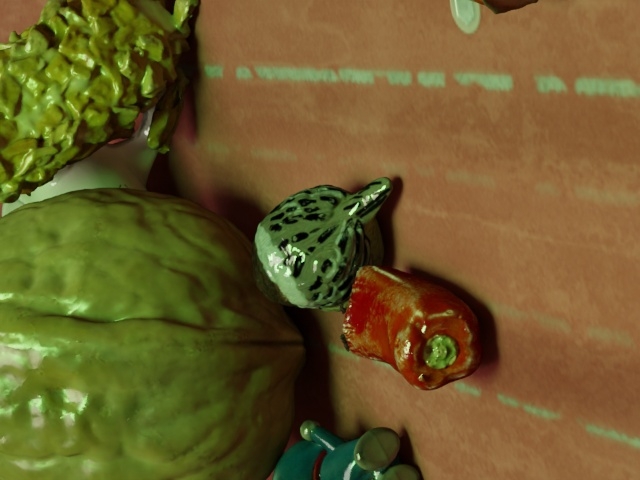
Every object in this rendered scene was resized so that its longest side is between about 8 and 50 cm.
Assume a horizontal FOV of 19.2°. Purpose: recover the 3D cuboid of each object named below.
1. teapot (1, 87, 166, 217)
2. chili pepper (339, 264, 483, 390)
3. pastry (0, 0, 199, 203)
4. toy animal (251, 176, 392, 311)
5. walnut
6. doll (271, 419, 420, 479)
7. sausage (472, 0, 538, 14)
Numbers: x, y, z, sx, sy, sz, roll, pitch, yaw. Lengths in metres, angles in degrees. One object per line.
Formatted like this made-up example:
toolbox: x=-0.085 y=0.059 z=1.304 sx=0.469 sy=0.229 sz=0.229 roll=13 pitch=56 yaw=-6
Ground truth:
teapot: x=-0.205 y=-0.016 z=1.766 sx=0.208 sy=0.166 sz=0.299 roll=-121 pitch=36 yaw=-46
chili pepper: x=0.065 y=0.064 z=1.332 sx=0.070 sy=0.073 sz=0.123 roll=40 pitch=174 yaw=-30
pastry: x=-0.210 y=-0.126 z=1.617 sx=0.154 sy=0.250 sz=0.102 roll=58 pitch=165 yaw=4
toy animal: x=0.000 y=0.000 z=1.398 sx=0.098 sy=0.098 sz=0.137 roll=64 pitch=152 yaw=22
walnut: x=-0.167 y=0.098 z=1.564 sx=0.252 sy=0.313 sz=0.277 roll=79 pitch=-169 yaw=-53
doll: x=0.015 y=0.192 z=1.491 sx=0.152 sy=0.085 sz=0.114 roll=-32 pitch=85 yaw=53
sausage: x=0.051 y=-0.210 z=1.210 sx=0.274 sy=0.074 sz=0.074 roll=34 pitch=132 yaw=56
